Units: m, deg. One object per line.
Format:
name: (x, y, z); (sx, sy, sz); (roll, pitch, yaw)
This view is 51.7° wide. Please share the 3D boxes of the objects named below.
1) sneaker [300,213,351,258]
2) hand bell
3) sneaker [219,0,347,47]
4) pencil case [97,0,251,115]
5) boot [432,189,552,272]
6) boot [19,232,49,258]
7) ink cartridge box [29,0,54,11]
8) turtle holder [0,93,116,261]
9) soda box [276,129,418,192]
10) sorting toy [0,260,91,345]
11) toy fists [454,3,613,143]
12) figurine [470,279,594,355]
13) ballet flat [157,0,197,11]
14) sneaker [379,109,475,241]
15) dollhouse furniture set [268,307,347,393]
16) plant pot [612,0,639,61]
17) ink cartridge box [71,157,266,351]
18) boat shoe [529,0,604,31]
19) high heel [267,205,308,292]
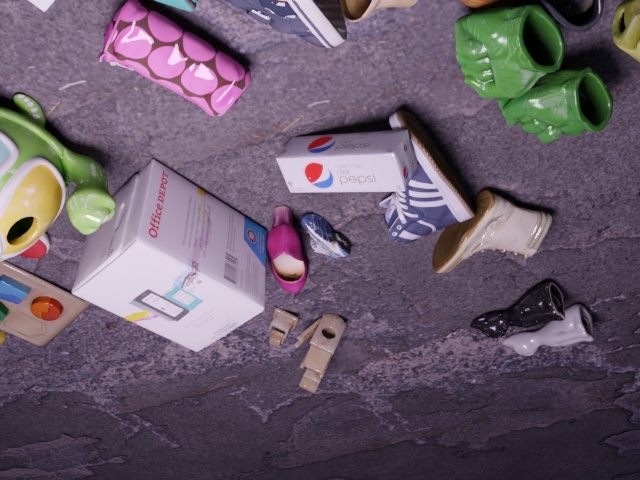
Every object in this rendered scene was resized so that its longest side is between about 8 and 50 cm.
sneaker: (0.000, 0.000, 1.285); (0.058, 0.052, 0.135); (-26, 133, 28)
hand bell: (0.159, -0.345, 0.897); (0.242, 0.126, 0.126); (0, 140, -24)
sneaker: (-0.095, -0.354, 0.831); (0.127, 0.126, 0.321); (-25, 132, 25)
pencil case: (-0.208, -0.256, 0.956); (0.209, 0.095, 0.098); (25, 95, -26)
boot: (0.332, 0.004, 1.295); (0.165, 0.077, 0.213); (14, 133, -22)
boot: (-0.617, 0.022, 1.170); (0.244, 0.176, 0.088); (21, 131, -27)
ink cartridge box: (-0.376, -0.382, 0.822); (0.109, 0.063, 0.150); (-32, 130, 28)
turtle holder: (-0.507, -0.070, 1.037); (0.320, 0.227, 0.243); (25, 130, -28)
soda box: (0.041, -0.126, 1.068); (0.216, 0.069, 0.074); (1, 132, 31)
sorting toy: (-0.670, 0.168, 1.427); (0.229, 0.041, 0.307); (31, 128, -32)
toy fists: (0.303, -0.237, 0.975); (0.279, 0.096, 0.142); (30, 172, -35)
figurine: (0.488, 0.197, 1.523); (0.215, 0.092, 0.209); (31, 135, -34)
ballet flat: (-0.257, -0.362, 0.798); (0.087, 0.083, 0.247); (-38, 108, 7)
sneaker: (0.149, -0.096, 1.154); (0.153, 0.099, 0.282); (-26, 136, 21)
dollhouse furniture set: (-0.046, 0.239, 1.542); (0.161, 0.101, 0.182); (26, 136, 5)
plant pot: (0.549, -0.288, 0.874); (0.254, 0.276, 0.276); (21, 134, -10)
ink cartridge box: (-0.261, 0.034, 1.192); (0.197, 0.198, 0.270); (-34, 129, 30)
boat shoe: (0.271, -0.393, 0.820); (0.127, 0.113, 0.340); (-22, 135, 19)
high heel: (-0.061, 0.054, 1.288); (0.082, 0.117, 0.244); (-1, 138, -3)
